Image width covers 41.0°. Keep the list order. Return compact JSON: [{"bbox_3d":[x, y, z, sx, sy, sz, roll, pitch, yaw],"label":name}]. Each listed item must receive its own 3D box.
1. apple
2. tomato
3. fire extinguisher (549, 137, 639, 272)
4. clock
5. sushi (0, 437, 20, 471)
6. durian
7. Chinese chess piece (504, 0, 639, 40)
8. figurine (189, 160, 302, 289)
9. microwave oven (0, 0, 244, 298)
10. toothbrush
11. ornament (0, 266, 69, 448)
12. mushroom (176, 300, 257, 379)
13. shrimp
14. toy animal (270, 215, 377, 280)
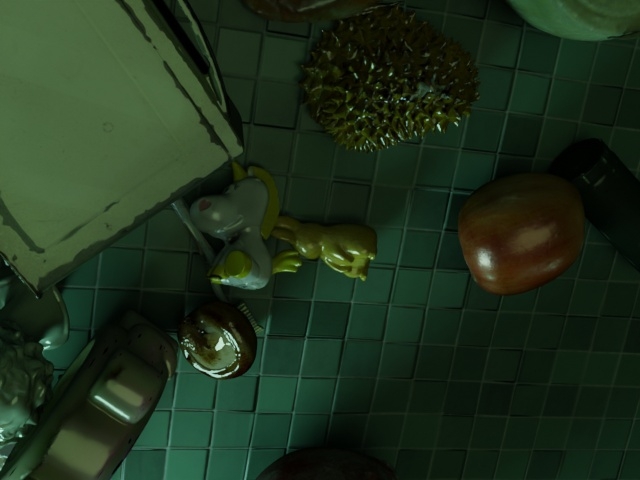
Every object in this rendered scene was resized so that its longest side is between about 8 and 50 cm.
[{"bbox_3d":[0.292,-0.013,1.232,0.199,0.199,0.199,-5,109,-14],"label":"apple"},{"bbox_3d":[0.017,0.460,1.237,0.283,0.316,0.316,-10,111,7],"label":"tomato"},{"bbox_3d":[0.490,-0.031,1.322,0.114,0.095,0.311,-36,116,26],"label":"fire extinguisher"},{"bbox_3d":[-0.288,0.227,1.059,0.114,0.309,0.284,38,83,-11],"label":"clock"},{"bbox_3d":[-0.452,0.372,1.221,0.220,0.047,0.231,28,93,-17],"label":"sushi"},{"bbox_3d":[0.095,-0.213,1.142,0.250,0.138,0.183,-15,119,-4],"label":"durian"},{"bbox_3d":[0.375,-0.435,1.111,0.350,0.146,0.349,-10,118,-20],"label":"Chinese chess piece"},{"bbox_3d":[-0.108,-0.020,1.159,0.130,0.109,0.178,-14,83,-20],"label":"figurine"},{"bbox_3d":[-0.309,-0.200,0.953,0.333,0.247,0.394,-35,107,-1],"label":"microwave oven"},{"bbox_3d":[-0.175,-0.011,1.183,0.037,0.028,0.375,-32,113,-10],"label":"toothbrush"},{"bbox_3d":[-0.371,0.114,1.040,0.121,0.285,0.130,-12,126,2],"label":"ornament"},{"bbox_3d":[-0.145,0.143,1.195,0.087,0.127,0.127,-46,123,-47],"label":"mushroom"},{"bbox_3d":[0.005,-0.350,1.110,0.236,0.053,0.132,-1,90,-3],"label":"shrimp"},{"bbox_3d":[0.000,-0.001,1.223,0.160,0.083,0.070,11,131,-8],"label":"toy animal"}]
